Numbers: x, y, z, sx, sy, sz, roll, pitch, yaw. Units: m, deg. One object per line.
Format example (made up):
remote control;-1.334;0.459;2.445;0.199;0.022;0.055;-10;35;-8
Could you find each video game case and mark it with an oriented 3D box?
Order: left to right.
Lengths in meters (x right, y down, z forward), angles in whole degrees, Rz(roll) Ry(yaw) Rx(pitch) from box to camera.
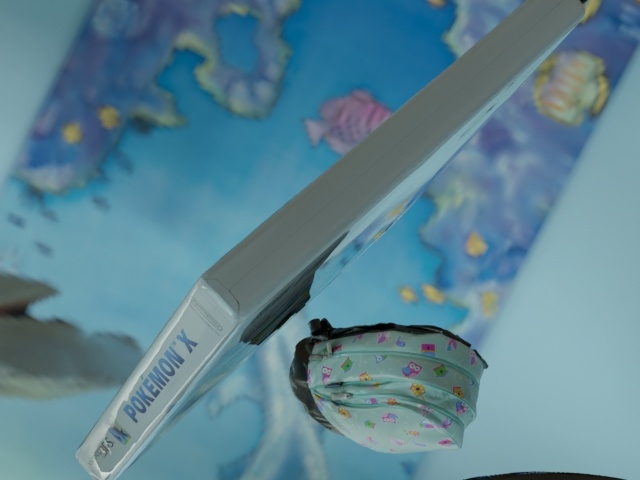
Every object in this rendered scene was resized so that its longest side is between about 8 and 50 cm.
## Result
video game case;0.000;0.000;1.002;0.036;0.329;0.300;46;147;4

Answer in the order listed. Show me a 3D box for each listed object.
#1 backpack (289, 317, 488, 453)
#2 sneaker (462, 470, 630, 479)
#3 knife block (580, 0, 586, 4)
backpack;0.075;0.145;1.550;0.182;0.115;0.152;-7;152;41
sneaker;0.136;0.166;0.676;0.223;0.098;0.083;27;150;-38
knife block;0.249;-0.286;1.136;0.088;0.242;0.275;38;156;-12
